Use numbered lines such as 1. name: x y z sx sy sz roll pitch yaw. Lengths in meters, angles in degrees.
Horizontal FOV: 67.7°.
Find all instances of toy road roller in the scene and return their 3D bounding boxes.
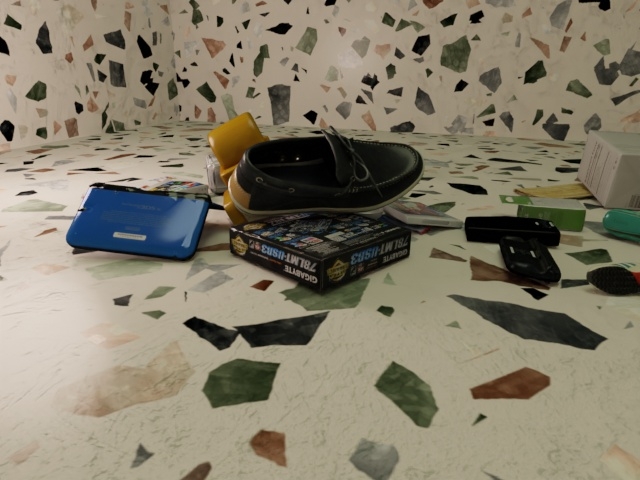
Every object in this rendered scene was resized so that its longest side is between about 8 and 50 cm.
1. toy road roller: -0.192 -0.201 1.293 0.202 0.241 0.329 -30 26 2

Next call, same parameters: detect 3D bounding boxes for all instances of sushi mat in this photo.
1. sushi mat: 0.832 -0.166 1.624 0.316 0.019 0.151 -7 22 -18

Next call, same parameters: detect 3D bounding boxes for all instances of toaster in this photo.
1. toaster: -0.306 -0.229 1.605 0.146 0.129 0.227 -9 24 -14

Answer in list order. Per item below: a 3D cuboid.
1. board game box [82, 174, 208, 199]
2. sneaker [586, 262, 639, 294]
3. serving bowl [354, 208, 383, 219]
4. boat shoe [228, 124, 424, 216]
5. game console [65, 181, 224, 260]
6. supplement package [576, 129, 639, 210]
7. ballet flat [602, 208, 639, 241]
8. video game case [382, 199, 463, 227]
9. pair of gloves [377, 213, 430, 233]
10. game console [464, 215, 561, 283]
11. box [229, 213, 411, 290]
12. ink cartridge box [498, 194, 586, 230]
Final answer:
1. board game box: -0.518 -0.134 1.435 0.193 0.053 0.305 17 26 36
2. sneaker: 0.589 0.072 0.933 0.161 0.057 0.075 -1 3 -2
3. serving bowl: 0.125 -0.070 1.265 0.083 0.027 0.083 -1 20 0
4. boat shoe: 0.037 -0.168 1.119 0.500 0.156 0.187 -9 60 -20
5. game console: -0.404 -0.041 1.157 0.293 0.173 0.250 6 58 4
6. supplement package: 0.979 -0.231 1.536 0.177 0.175 0.293 6 28 9
7. ballet flat: 0.815 -0.020 1.145 0.087 0.083 0.247 4 17 -35
8. video game case: 0.258 -0.079 1.313 0.183 0.023 0.201 3 17 -26
9. pair of gloves: 0.187 -0.037 1.243 0.159 0.023 0.198 19 28 40
10. game console: 0.449 0.009 1.102 0.213 0.044 0.361 4 20 13
11. box: 0.000 0.000 1.061 0.293 0.073 0.295 16 24 41
12. ink cartridge box: 0.602 -0.079 1.315 0.209 0.062 0.109 6 21 14
